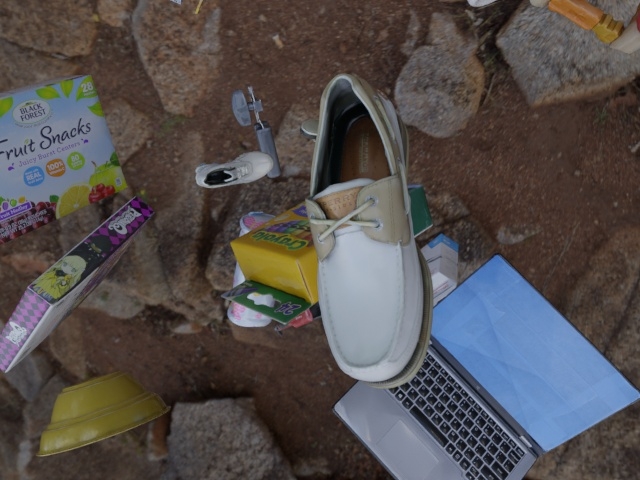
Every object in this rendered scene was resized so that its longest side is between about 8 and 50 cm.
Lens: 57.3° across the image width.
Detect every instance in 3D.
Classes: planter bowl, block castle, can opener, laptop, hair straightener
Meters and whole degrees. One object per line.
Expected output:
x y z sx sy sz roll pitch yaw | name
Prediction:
-0.369 0.274 0.978 0.217 0.217 0.090 -20 85 32 | planter bowl
0.655 -0.644 1.187 0.303 0.213 0.453 31 80 -1 | block castle
-0.191 -0.313 1.717 0.095 0.076 0.283 -16 123 -6 | can opener
0.313 0.318 1.148 0.382 0.408 0.236 46 157 8 | laptop
-0.044 0.196 1.447 0.230 0.089 0.047 -42 69 54 | hair straightener

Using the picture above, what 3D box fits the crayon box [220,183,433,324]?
0.000 0.000 0.967 0.203 0.323 0.083 12 127 52 | crayon box

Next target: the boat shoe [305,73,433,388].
0.033 -0.019 0.548 0.113 0.302 0.103 -16 150 22 | boat shoe

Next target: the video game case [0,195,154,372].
-0.348 0.062 0.816 0.042 0.210 0.232 43 132 -8 | video game case

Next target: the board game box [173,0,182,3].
-0.463 -0.779 1.789 0.090 0.020 0.090 22 152 -7 | board game box

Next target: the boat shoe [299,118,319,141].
0.011 -0.334 1.851 0.084 0.233 0.079 44 119 19 | boat shoe

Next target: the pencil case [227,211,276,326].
-0.150 0.071 1.382 0.114 0.124 0.272 2 119 -19 | pencil case

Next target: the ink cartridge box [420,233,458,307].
0.286 0.081 1.462 0.060 0.180 0.104 33 131 -16 | ink cartridge box

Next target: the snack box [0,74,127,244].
-0.388 -0.116 0.794 0.070 0.207 0.174 9 120 35 | snack box

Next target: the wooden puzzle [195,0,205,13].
-0.281 -0.614 1.446 0.014 0.116 0.078 28 137 -14 | wooden puzzle

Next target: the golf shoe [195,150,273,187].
-0.181 -0.146 1.273 0.176 0.086 0.069 -17 112 -12 | golf shoe

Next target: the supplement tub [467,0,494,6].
0.409 -0.714 1.475 0.145 0.144 0.199 -22 91 32 | supplement tub
